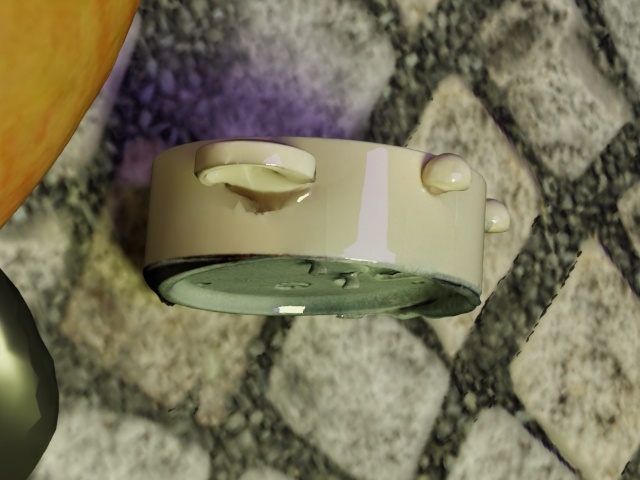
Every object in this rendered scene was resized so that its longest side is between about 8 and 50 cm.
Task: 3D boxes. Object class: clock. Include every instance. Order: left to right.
[{"bbox_3d":[0.000,0.000,0.842,0.229,0.156,0.063,33,60,-72],"label":"clock"}]

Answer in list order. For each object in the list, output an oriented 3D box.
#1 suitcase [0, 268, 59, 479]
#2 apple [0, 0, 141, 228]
[{"bbox_3d":[-0.265,0.075,0.372,0.339,0.345,0.188,30,22,-16],"label":"suitcase"},{"bbox_3d":[-0.214,-0.127,0.569,0.364,0.364,0.364,6,81,-39],"label":"apple"}]
